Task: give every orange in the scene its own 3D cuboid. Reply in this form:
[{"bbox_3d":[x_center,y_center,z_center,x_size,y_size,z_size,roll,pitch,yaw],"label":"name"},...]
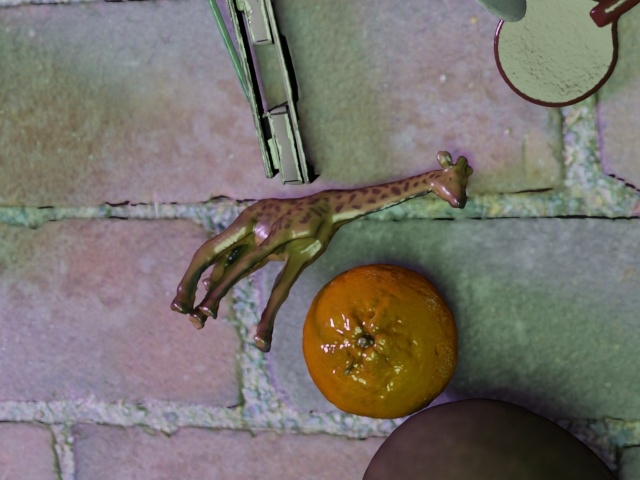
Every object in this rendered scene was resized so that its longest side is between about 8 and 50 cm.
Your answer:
[{"bbox_3d":[0.047,0.087,1.245,0.136,0.117,0.135,1,91,32],"label":"orange"}]

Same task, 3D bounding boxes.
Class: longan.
[{"bbox_3d":[0.144,0.258,1.222,0.246,0.215,0.246,-2,85,25],"label":"longan"}]

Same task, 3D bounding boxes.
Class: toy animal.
[{"bbox_3d":[-0.003,-0.005,1.244,0.275,0.149,0.054,-33,126,-4],"label":"toy animal"}]

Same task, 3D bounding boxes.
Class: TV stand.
[{"bbox_3d":[-0.047,-0.168,1.233,0.042,0.036,0.249,-7,105,20],"label":"TV stand"}]

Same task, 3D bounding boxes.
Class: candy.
[{"bbox_3d":[-0.095,-0.208,1.232,0.060,0.060,0.201,-15,110,20],"label":"candy"}]

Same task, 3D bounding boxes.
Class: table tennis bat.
[{"bbox_3d":[0.209,-0.169,1.170,0.155,0.019,0.098,-34,95,25],"label":"table tennis bat"}]

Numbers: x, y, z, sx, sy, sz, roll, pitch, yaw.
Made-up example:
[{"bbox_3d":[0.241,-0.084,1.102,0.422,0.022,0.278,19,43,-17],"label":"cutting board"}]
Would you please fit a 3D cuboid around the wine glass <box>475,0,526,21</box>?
[{"bbox_3d":[0.180,-0.266,1.074,0.196,0.165,0.165,-35,95,26],"label":"wine glass"}]
